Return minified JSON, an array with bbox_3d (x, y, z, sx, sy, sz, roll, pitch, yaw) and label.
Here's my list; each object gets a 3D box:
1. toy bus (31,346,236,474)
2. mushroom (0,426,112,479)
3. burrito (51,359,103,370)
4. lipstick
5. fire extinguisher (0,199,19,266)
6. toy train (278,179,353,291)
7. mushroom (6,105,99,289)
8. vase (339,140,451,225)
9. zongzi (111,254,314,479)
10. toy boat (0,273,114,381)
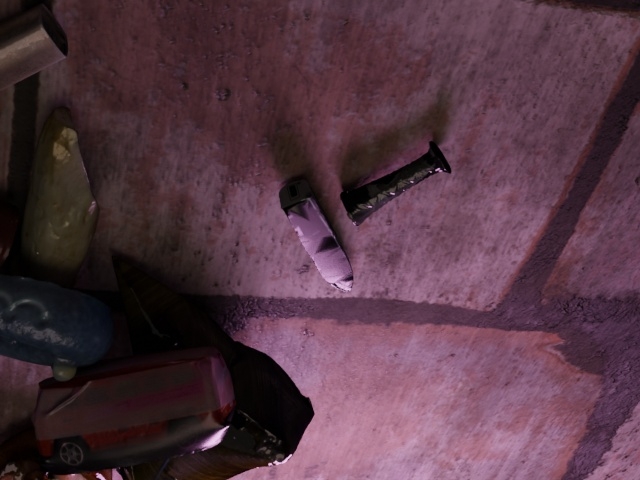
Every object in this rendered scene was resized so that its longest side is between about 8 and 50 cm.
[{"bbox_3d":[-0.279,0.249,1.542,0.303,0.127,0.147,-10,96,7],"label":"toy bus"},{"bbox_3d":[-0.479,0.408,1.853,0.231,0.138,0.194,-11,149,12],"label":"mushroom"},{"bbox_3d":[-0.370,0.241,1.661,0.144,0.089,0.229,-23,96,42],"label":"burrito"},{"bbox_3d":[-0.443,-0.211,1.299,0.253,0.077,0.079,-24,134,10],"label":"lipstick"},{"bbox_3d":[-0.575,-0.072,1.392,0.337,0.106,0.147,22,100,-31],"label":"fire extinguisher"},{"bbox_3d":[0.000,0.001,1.630,0.055,0.048,0.252,-25,139,3],"label":"toy train"},{"bbox_3d":[-0.369,-0.041,1.472,0.107,0.087,0.333,2,133,-28],"label":"mushroom"},{"bbox_3d":[0.113,-0.086,1.564,0.167,0.059,0.059,-29,132,15],"label":"vase"},{"bbox_3d":[-0.282,0.247,1.741,0.432,0.208,0.403,44,129,-14],"label":"zongzi"},{"bbox_3d":[-0.468,0.129,1.506,0.330,0.123,0.215,11,158,-3],"label":"toy boat"}]
